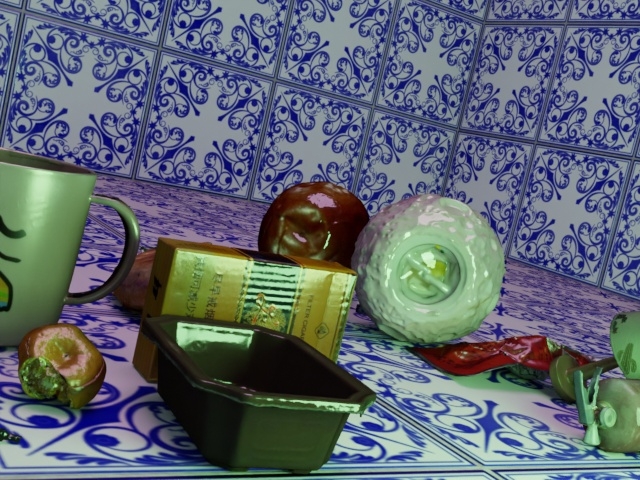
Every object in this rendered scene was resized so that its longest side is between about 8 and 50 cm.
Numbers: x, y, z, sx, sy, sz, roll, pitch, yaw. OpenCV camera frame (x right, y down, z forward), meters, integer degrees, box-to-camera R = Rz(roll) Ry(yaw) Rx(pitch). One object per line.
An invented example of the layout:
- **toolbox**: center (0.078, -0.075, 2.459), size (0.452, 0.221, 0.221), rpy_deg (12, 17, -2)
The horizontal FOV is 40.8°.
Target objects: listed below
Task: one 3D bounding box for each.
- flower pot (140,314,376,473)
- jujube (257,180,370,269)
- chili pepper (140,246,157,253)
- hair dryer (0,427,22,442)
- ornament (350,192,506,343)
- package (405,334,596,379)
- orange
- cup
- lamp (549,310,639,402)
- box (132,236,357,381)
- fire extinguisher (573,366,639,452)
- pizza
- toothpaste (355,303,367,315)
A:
- **flower pot**: center (-0.072, 0.147, 0.822), size (0.178, 0.084, 0.251), rpy_deg (9, 6, -27)
- **jujube**: center (0.000, 0.000, 1.659), size (0.223, 0.223, 0.318), rpy_deg (15, -1, 15)
- **chili pepper**: center (-0.228, 0.041, 1.557), size (0.224, 0.061, 0.098), rpy_deg (12, 13, -29)
- **hair dryer**: center (-0.282, 0.147, 0.689), size (0.083, 0.031, 0.079), rpy_deg (25, -8, -22)
- **ornament**: center (0.181, 0.046, 1.452), size (0.259, 0.260, 0.225), rpy_deg (13, 4, 4)
- **package**: center (0.291, 0.181, 1.360), size (0.269, 0.071, 0.194), rpy_deg (7, -6, -22)
- **orange**: center (-0.243, 0.119, 0.804), size (0.086, 0.062, 0.086), rpy_deg (20, 44, -20)
- **cup**: center (-0.335, 0.008, 0.967), size (0.252, 0.201, 0.191), rpy_deg (11, 6, -14)
- **lamp**: center (0.433, 0.165, 1.222), size (0.121, 0.121, 0.214), rpy_deg (8, -28, -38)
- **box**: center (-0.083, 0.089, 0.995), size (0.237, 0.152, 0.070), rpy_deg (8, 8, -33)
- **fire extinguisher**: center (0.415, 0.218, 1.098), size (0.268, 0.105, 0.104), rpy_deg (8, 8, -31)
- **pizza**: center (-0.227, 0.058, 1.269), size (0.161, 0.086, 0.305), rpy_deg (-13, 8, -11)
- **toothpaste**: center (0.106, 0.136, 1.595), size (0.083, 0.017, 0.020), rpy_deg (16, 6, 30)
